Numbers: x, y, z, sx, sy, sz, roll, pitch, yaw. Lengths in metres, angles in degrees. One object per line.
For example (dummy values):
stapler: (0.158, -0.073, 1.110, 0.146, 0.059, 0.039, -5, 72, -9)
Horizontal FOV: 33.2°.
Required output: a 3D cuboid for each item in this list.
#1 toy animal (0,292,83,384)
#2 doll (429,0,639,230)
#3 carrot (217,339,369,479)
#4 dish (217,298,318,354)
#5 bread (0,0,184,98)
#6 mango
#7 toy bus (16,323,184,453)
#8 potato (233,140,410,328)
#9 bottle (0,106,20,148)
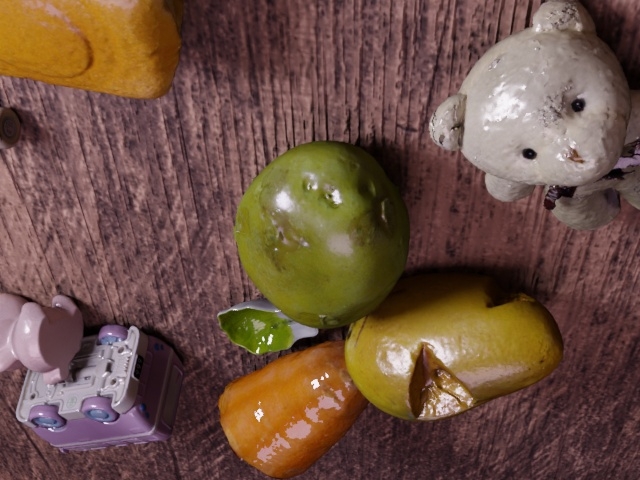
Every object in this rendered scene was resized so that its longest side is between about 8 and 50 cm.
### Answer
toy animal: (-0.430, 0.128, 1.453, 0.212, 0.124, 0.124, -2, 142, 29)
doll: (0.237, -0.076, 0.970, 0.175, 0.149, 0.278, -45, 135, 13)
carrot: (-0.014, 0.200, 1.405, 0.159, 0.159, 0.225, 29, 130, -21)
dish: (-0.060, 0.097, 1.359, 0.137, 0.039, 0.091, -13, 132, 29)
bread: (-0.235, -0.212, 0.932, 0.245, 0.121, 0.174, 10, 143, 0)
mango: (0.150, 0.121, 1.237, 0.262, 0.167, 0.130, -16, 149, 28)
toy bus: (-0.306, 0.212, 1.493, 0.202, 0.142, 0.142, -12, 144, 27)
potato: (0.000, 0.000, 1.119, 0.186, 0.149, 0.253, 5, 143, 6)
bottle: (-0.376, -0.120, 1.159, 0.096, 0.045, 0.045, -1, 142, 19)
